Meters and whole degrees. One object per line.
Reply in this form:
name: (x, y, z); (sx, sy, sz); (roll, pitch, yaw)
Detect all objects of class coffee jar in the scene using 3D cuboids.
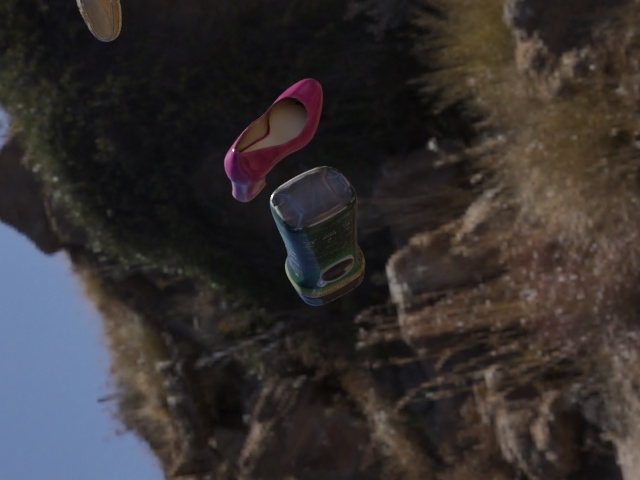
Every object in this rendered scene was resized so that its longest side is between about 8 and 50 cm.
coffee jar: (0.000, 0.000, 1.301); (0.079, 0.096, 0.184); (55, 166, 32)

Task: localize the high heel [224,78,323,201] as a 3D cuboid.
high heel: (-0.065, -0.175, 1.615); (0.244, 0.082, 0.117); (-52, -17, -26)

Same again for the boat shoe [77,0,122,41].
boat shoe: (-0.372, -0.410, 1.772); (0.072, 0.068, 0.190); (-99, -5, -66)
